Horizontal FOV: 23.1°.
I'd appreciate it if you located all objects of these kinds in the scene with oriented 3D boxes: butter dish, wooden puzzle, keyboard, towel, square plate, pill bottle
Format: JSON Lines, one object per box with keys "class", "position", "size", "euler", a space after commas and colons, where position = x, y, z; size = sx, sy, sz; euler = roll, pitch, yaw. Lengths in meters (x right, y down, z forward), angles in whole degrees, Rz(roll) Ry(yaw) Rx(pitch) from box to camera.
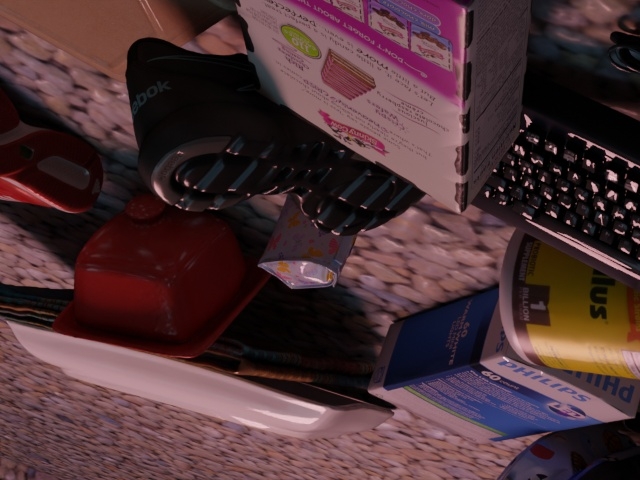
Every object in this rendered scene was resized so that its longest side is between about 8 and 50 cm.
{"class": "butter dish", "position": [-0.144, 0.014, 1.369], "size": [0.159, 0.160, 0.118], "euler": [8, 125, 27]}
{"class": "wooden puzzle", "position": [-0.179, -0.187, 1.007], "size": [0.221, 0.044, 0.238], "euler": [29, 163, -22]}
{"class": "keyboard", "position": [0.216, -0.030, 0.921], "size": [0.317, 0.033, 0.201], "euler": [27, 140, 19]}
{"class": "towel", "position": [-0.157, 0.087, 1.541], "size": [0.370, 0.040, 0.271], "euler": [11, 178, 31]}
{"class": "square plate", "position": [-0.117, 0.151, 1.645], "size": [0.347, 0.049, 0.344], "euler": [14, 177, 13]}
{"class": "pill bottle", "position": [0.238, 0.039, 1.064], "size": [0.215, 0.117, 0.117], "euler": [5, 154, 36]}

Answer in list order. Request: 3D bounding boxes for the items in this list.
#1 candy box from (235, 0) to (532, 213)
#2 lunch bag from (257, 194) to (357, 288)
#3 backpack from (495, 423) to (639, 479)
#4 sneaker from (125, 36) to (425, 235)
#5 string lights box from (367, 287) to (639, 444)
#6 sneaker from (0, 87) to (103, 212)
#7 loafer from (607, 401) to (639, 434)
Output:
{"class": "candy box", "position": [0.032, -0.125, 0.856], "size": [0.159, 0.071, 0.233], "euler": [33, 162, 16]}
{"class": "lunch bag", "position": [0.000, 0.000, 1.259], "size": [0.053, 0.071, 0.083], "euler": [34, 155, -30]}
{"class": "backpack", "position": [0.241, 0.305, 1.466], "size": [0.213, 0.263, 0.276], "euler": [41, -156, 30]}
{"class": "sneaker", "position": [-0.018, -0.076, 1.045], "size": [0.267, 0.106, 0.101], "euler": [10, 134, -47]}
{"class": "string lights box", "position": [0.162, 0.114, 1.386], "size": [0.133, 0.077, 0.259], "euler": [26, 159, -17]}
{"class": "sneaker", "position": [-0.302, -0.082, 1.319], "size": [0.128, 0.087, 0.221], "euler": [-4, 148, 45]}
{"class": "loafer", "position": [0.287, 0.152, 1.402], "size": [0.056, 0.050, 0.148], "euler": [21, 160, -1]}
